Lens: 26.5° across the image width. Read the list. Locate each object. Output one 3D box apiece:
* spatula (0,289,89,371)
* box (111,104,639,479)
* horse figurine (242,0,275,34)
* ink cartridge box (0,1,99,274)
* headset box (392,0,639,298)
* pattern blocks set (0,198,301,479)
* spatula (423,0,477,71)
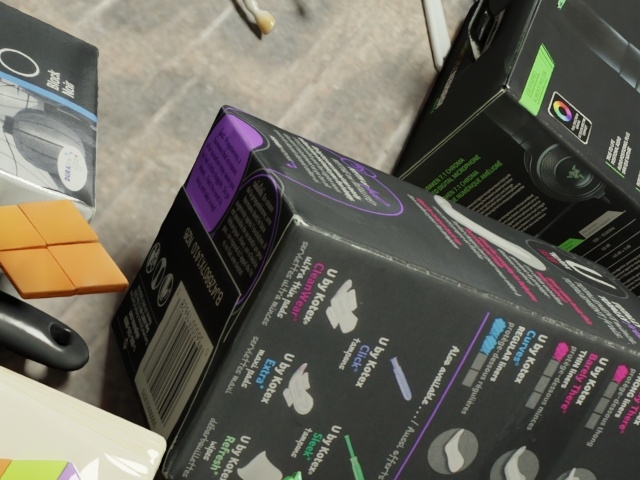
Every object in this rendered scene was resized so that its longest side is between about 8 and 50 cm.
[{"bbox_3d":[-0.242,-0.013,0.662,0.296,0.030,0.084,33,31,-16],"label":"spatula"},{"bbox_3d":[0.050,0.061,0.714,0.270,0.143,0.165,21,16,-24],"label":"box"},{"bbox_3d":[-0.025,-0.257,0.993,0.174,0.066,0.263,54,44,0],"label":"horse figurine"},{"bbox_3d":[-0.267,-0.101,0.656,0.332,0.065,0.165,22,32,-24],"label":"ink cartridge box"},{"bbox_3d":[0.207,-0.068,0.977,0.283,0.131,0.246,39,44,-11],"label":"headset box"},{"bbox_3d":[-0.170,0.106,0.544,0.324,0.026,0.285,16,71,-6],"label":"pattern blocks set"},{"bbox_3d":[0.136,-0.218,1.125,0.168,0.019,0.242,14,52,-31],"label":"spatula"}]
